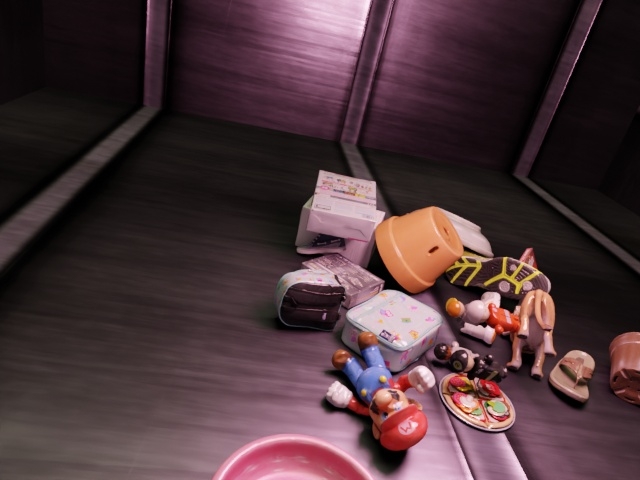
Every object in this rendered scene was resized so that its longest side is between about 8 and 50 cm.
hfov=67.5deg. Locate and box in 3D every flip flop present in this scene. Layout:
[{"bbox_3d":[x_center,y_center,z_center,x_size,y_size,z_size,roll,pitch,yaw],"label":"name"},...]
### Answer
[{"bbox_3d":[0.762,0.385,1.423,0.112,0.080,0.277,30,30,30],"label":"flip flop"}]

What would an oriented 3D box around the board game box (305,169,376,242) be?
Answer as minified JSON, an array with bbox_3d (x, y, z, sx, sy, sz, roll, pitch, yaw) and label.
[{"bbox_3d":[0.081,-0.129,1.724,0.224,0.097,0.303,12,34,-1],"label":"board game box"}]

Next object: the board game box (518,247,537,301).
[{"bbox_3d":[0.811,0.138,1.881,0.027,0.144,0.281,-12,9,36],"label":"board game box"}]

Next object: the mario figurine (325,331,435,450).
[{"bbox_3d":[0.132,0.335,1.111,0.170,0.197,0.320,13,20,-28],"label":"mario figurine"}]

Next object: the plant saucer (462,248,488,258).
[{"bbox_3d":[0.646,0.083,1.966,0.188,0.045,0.188,21,7,16],"label":"plant saucer"}]

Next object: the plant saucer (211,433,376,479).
[{"bbox_3d":[-0.041,0.493,0.825,0.333,0.084,0.332,11,26,-6],"label":"plant saucer"}]

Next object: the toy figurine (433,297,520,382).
[{"bbox_3d":[0.411,0.264,1.304,0.148,0.212,0.209,19,-4,-10],"label":"toy figurine"}]

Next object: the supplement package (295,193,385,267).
[{"bbox_3d":[0.077,-0.045,1.852,0.293,0.175,0.177,17,28,8],"label":"supplement package"}]

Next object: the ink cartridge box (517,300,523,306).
[{"bbox_3d":[0.745,0.245,1.682,0.090,0.092,0.143,19,25,14],"label":"ink cartridge box"}]

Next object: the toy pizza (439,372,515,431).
[{"bbox_3d":[0.413,0.412,1.258,0.202,0.032,0.201,11,26,-5],"label":"toy pizza"}]

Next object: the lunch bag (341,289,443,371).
[{"bbox_3d":[0.204,0.251,1.397,0.224,0.107,0.279,31,31,32],"label":"lunch bag"}]

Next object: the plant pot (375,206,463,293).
[{"bbox_3d":[0.362,0.014,1.689,0.291,0.204,0.290,37,35,-32],"label":"plant pot"}]

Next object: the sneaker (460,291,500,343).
[{"bbox_3d":[0.529,0.236,1.601,0.121,0.099,0.262,15,25,14],"label":"sneaker"}]

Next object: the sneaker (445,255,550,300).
[{"bbox_3d":[0.652,0.120,1.744,0.147,0.145,0.385,-1,11,-40],"label":"sneaker"}]

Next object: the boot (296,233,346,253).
[{"bbox_3d":[0.000,0.000,1.766,0.190,0.085,0.069,-4,10,17],"label":"boot"}]

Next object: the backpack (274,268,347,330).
[{"bbox_3d":[-0.041,0.165,1.387,0.189,0.165,0.144,4,25,-27],"label":"backpack"}]

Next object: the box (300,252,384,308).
[{"bbox_3d":[0.073,0.130,1.636,0.231,0.056,0.183,31,31,34],"label":"box"}]

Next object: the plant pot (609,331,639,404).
[{"bbox_3d":[0.945,0.389,1.430,0.167,0.166,0.165,27,38,25],"label":"plant pot"}]

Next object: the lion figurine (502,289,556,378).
[{"bbox_3d":[0.622,0.241,1.397,0.142,0.392,0.240,15,60,14],"label":"lion figurine"}]

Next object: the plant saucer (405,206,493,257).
[{"bbox_3d":[0.558,-0.054,2.028,0.401,0.100,0.400,25,7,-3],"label":"plant saucer"}]
